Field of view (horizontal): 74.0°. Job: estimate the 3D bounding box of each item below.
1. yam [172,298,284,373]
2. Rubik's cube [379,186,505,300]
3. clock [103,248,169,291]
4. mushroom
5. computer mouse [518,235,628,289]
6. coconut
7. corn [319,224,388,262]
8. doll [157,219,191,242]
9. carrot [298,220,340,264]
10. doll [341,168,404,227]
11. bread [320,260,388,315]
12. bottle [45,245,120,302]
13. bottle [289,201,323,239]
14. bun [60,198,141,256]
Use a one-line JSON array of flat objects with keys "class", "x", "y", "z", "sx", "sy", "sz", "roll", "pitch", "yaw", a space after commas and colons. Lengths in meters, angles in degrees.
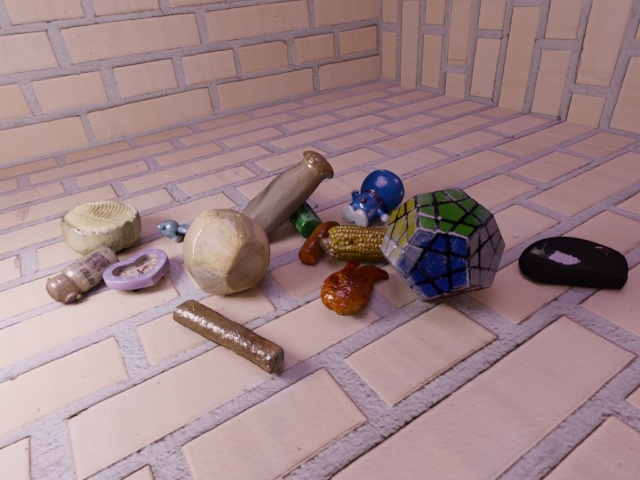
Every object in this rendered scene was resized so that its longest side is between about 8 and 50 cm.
[{"class": "yam", "x": -0.234, "y": 0.236, "z": 1.074, "sx": 0.357, "sy": 0.081, "sz": 0.081, "roll": 19, "pitch": 39, "yaw": 30}, {"class": "Rubik's cube", "x": 0.320, "y": 0.016, "z": 1.132, "sx": 0.319, "sy": 0.319, "sz": 0.264, "roll": 8, "pitch": 22, "yaw": 20}, {"class": "clock", "x": -0.562, "y": 0.106, "z": 1.333, "sx": 0.172, "sy": 0.064, "sz": 0.198, "roll": 24, "pitch": 43, "yaw": 38}, {"class": "mushroom", "x": -0.135, "y": -0.146, "z": 1.478, "sx": 0.407, "sy": 0.137, "sz": 0.154, "roll": -41, "pitch": 16, "yaw": 6}, {"class": "computer mouse", "x": 0.716, "y": 0.050, "z": 1.210, "sx": 0.269, "sy": 0.100, "sz": 0.170, "roll": 4, "pitch": 35, "yaw": 14}, {"class": "coconut", "x": -0.280, "y": 0.030, "z": 1.261, "sx": 0.259, "sy": 0.259, "sz": 0.259, "roll": -4, "pitch": 32, "yaw": 2}, {"class": "corn", "x": 0.158, "y": 0.015, "z": 1.331, "sx": 0.322, "sy": 0.119, "sz": 0.119, "roll": 6, "pitch": 33, "yaw": 1}, {"class": "doll", "x": -0.499, "y": -0.025, "z": 1.543, "sx": 0.180, "sy": 0.075, "sz": 0.120, "roll": 16, "pitch": -6, "yaw": -2}, {"class": "carrot", "x": 0.000, "y": 0.000, "z": 1.404, "sx": 0.087, "sy": 0.087, "sz": 0.193, "roll": 17, "pitch": 37, "yaw": 31}, {"class": "doll", "x": 0.201, "y": -0.145, "z": 1.568, "sx": 0.257, "sy": 0.161, "sz": 0.215, "roll": -41, "pitch": 58, "yaw": -21}, {"class": "bread", "x": 0.090, "y": 0.120, "z": 1.194, "sx": 0.139, "sy": 0.095, "sz": 0.269, "roll": 19, "pitch": 35, "yaw": 22}, {"class": "bottle", "x": -0.735, "y": 0.113, "z": 1.323, "sx": 0.110, "sy": 0.097, "sz": 0.209, "roll": 40, "pitch": 46, "yaw": 6}, {"class": "bottle", "x": -0.088, "y": -0.115, "z": 1.590, "sx": 0.093, "sy": 0.093, "sz": 0.330, "roll": -15, "pitch": 33, "yaw": -16}, {"class": "bun", "x": -0.767, "y": -0.033, "z": 1.502, "sx": 0.259, "sy": 0.152, "sz": 0.259, "roll": 7, "pitch": 32, "yaw": -4}]
